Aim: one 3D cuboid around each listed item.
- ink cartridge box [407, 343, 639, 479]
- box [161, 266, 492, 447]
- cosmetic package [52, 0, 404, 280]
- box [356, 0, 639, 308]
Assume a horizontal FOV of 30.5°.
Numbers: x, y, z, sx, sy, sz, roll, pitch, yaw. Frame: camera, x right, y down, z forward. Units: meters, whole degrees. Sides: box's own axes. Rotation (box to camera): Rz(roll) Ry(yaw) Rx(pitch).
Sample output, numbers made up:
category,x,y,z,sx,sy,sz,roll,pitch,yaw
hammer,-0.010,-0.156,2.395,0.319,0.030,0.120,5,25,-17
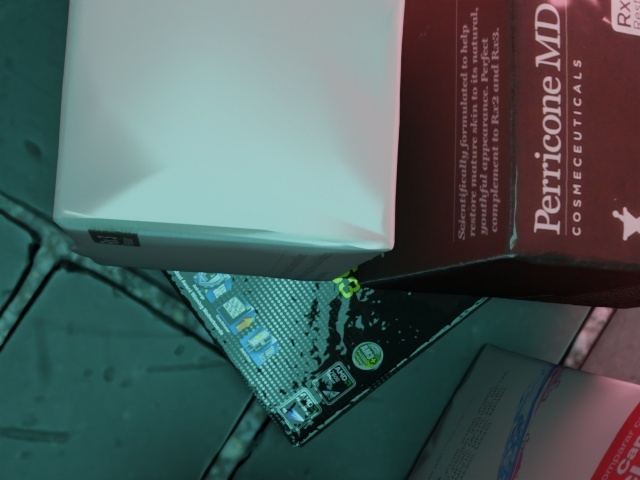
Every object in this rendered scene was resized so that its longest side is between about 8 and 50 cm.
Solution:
category,x,y,z,sx,sy,sz,roll,pitch,yaw
ink cartridge box,0.200,0.175,0.655,0.226,0.306,0.131,31,86,-11
box,0.000,0.000,0.739,0.184,0.045,0.191,-36,99,-6
cosmetic package,-0.041,-0.176,0.610,0.156,0.217,0.385,2,86,-6
box,0.147,-0.053,0.674,0.203,0.167,0.169,5,81,-24
